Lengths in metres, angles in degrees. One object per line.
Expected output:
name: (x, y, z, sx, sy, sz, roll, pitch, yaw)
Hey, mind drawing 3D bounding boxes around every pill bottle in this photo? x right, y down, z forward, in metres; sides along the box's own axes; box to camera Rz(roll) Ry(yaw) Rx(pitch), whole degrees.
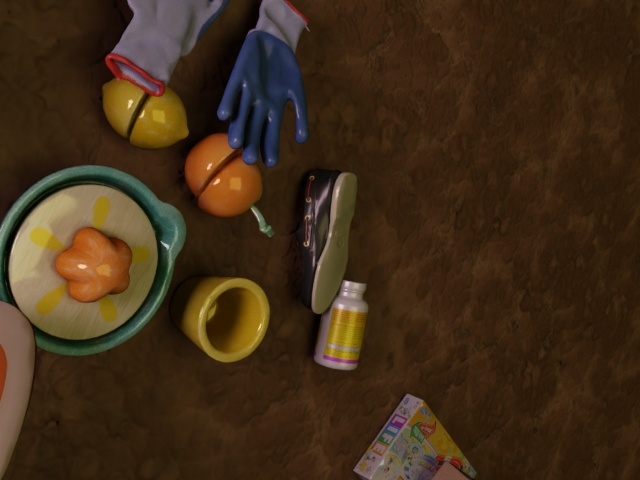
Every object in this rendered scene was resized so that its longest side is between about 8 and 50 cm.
pill bottle: (0.021, 0.079, 0.781, 0.043, 0.043, 0.083, 9, 94, -42)

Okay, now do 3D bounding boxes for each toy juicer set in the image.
toy juicer set: (-0.160, -0.023, 0.572, 0.329, 0.089, 0.209, 9, 93, -41)

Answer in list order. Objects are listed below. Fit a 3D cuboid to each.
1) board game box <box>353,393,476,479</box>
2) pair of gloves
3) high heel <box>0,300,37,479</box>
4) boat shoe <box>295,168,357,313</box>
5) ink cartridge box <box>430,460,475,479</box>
board game box: (0.109, 0.257, 0.906, 0.103, 0.026, 0.154, -51, 127, -20)
pair of gloves: (-0.076, -0.150, 0.627, 0.198, 0.023, 0.159, 33, 58, -36)
high heel: (-0.309, 0.196, 0.479, 0.127, 0.181, 0.377, 41, 62, -8)
boat shoe: (0.001, 0.000, 0.751, 0.049, 0.042, 0.133, 1, 99, -62)
ink cartridge box: (0.135, 0.385, 0.888, 0.234, 0.088, 0.193, -49, 126, -6)
